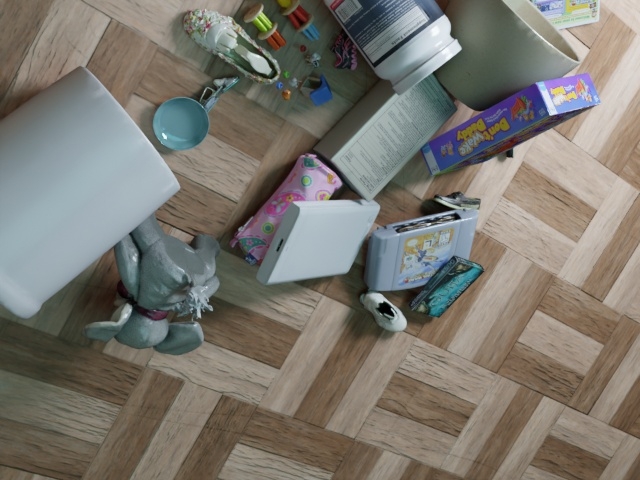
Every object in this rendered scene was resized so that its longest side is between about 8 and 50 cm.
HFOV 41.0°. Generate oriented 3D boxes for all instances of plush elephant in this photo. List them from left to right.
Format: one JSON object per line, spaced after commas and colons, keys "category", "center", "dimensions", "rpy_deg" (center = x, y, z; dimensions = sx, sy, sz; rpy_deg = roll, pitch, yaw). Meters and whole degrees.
{"category": "plush elephant", "center": [-0.360, 0.116, 1.827], "dimensions": [0.272, 0.330, 0.255], "rpy_deg": [29, 114, -39]}

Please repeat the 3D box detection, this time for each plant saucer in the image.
{"category": "plant saucer", "center": [-0.298, -0.251, 1.826], "dimensions": [0.119, 0.021, 0.119], "rpy_deg": [-6, 118, -11]}

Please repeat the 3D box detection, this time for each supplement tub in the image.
{"category": "supplement tub", "center": [0.154, -0.468, 1.823], "dimensions": [0.191, 0.191, 0.272], "rpy_deg": [-38, 96, -8]}

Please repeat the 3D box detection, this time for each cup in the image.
{"category": "cup", "center": [0.392, -0.435, 1.957], "dimensions": [0.331, 0.331, 0.237], "rpy_deg": [26, 121, -32]}

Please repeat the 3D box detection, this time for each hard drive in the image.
{"category": "hard drive", "center": [0.000, 0.000, 1.976], "dimensions": [0.308, 0.040, 0.203], "rpy_deg": [-5, 127, -52]}

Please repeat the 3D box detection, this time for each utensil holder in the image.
{"category": "utensil holder", "center": [-0.509, -0.097, 1.620], "dimensions": [0.385, 0.327, 0.327], "rpy_deg": [-40, 122, -8]}

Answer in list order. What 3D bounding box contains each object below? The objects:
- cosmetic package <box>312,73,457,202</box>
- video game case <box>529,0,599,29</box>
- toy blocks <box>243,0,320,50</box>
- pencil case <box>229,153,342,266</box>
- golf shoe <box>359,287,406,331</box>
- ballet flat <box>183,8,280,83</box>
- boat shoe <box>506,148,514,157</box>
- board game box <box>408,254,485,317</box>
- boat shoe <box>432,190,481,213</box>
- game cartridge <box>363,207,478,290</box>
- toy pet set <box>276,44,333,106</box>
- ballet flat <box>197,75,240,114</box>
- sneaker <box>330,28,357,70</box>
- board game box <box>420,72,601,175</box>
{"category": "cosmetic package", "center": [0.152, -0.260, 2.000], "dimensions": [0.309, 0.113, 0.160], "rpy_deg": [-45, 122, -3]}
{"category": "video game case", "center": [0.607, -0.626, 2.128], "dimensions": [0.213, 0.023, 0.193], "rpy_deg": [-15, 116, -21]}
{"category": "toy blocks", "center": [-0.076, -0.462, 1.841], "dimensions": [0.123, 0.054, 0.148], "rpy_deg": [-48, 123, -3]}
{"category": "pencil case", "center": [-0.078, -0.066, 1.962], "dimensions": [0.284, 0.124, 0.124], "rpy_deg": [-49, 122, 1]}
{"category": "golf shoe", "center": [0.173, 0.194, 2.208], "dimensions": [0.069, 0.086, 0.176], "rpy_deg": [-51, 124, -2]}
{"category": "ballet flat", "center": [-0.175, -0.408, 1.801], "dimensions": [0.241, 0.077, 0.091], "rpy_deg": [28, 98, -31]}
{"category": "boat shoe", "center": [0.476, -0.269, 2.197], "dimensions": [0.042, 0.049, 0.133], "rpy_deg": [-10, 125, 8]}
{"category": "board game box", "center": [0.330, 0.123, 2.242], "dimensions": [0.126, 0.026, 0.186], "rpy_deg": [18, 120, -44]}
{"category": "boat shoe", "center": [0.350, -0.103, 2.198], "dimensions": [0.152, 0.056, 0.049], "rpy_deg": [12, 96, -36]}
{"category": "game cartridge", "center": [0.256, 0.029, 2.172], "dimensions": [0.297, 0.062, 0.198], "rpy_deg": [-13, 127, -21]}
{"category": "toy pet set", "center": [-0.023, -0.346, 1.880], "dimensions": [0.122, 0.065, 0.114], "rpy_deg": [-60, 146, -17]}
{"category": "ballet flat", "center": [-0.223, -0.322, 1.837], "dimensions": [0.114, 0.041, 0.041], "rpy_deg": [-47, 122, -3]}
{"category": "sneaker", "center": [0.051, -0.440, 1.923], "dimensions": [0.057, 0.047, 0.119], "rpy_deg": [-7, 112, -10]}
{"category": "board game box", "center": [0.433, -0.264, 1.973], "dimensions": [0.233, 0.347, 0.078], "rpy_deg": [-18, 83, -43]}
